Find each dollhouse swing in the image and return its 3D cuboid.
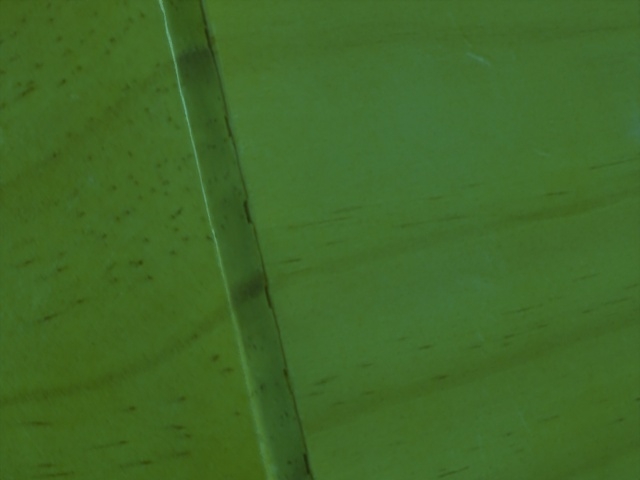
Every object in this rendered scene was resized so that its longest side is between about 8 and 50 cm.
[{"bbox_3d":[0.000,0.000,0.864,0.315,0.305,0.346,-7,100,43],"label":"dollhouse swing"}]
